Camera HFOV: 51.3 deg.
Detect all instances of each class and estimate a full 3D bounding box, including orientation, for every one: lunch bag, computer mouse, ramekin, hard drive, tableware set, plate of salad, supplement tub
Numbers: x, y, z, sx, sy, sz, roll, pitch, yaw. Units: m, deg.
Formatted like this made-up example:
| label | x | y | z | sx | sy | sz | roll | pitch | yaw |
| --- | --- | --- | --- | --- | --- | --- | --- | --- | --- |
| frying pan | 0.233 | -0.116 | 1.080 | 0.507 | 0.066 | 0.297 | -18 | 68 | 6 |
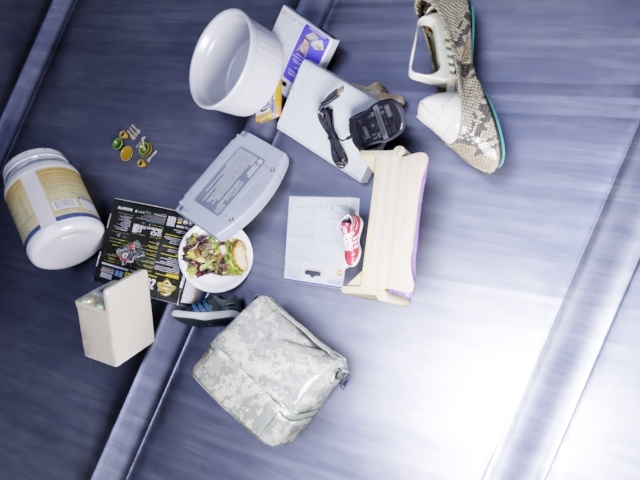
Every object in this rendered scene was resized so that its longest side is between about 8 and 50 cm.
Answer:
| label | x | y | z | sx | sy | sz | roll | pitch | yaw |
| --- | --- | --- | --- | --- | --- | --- | --- | --- | --- |
| lunch bag | -0.110 | 0.308 | 1.605 | 0.305 | 0.212 | 0.256 | 38 | 97 | 25 |
| computer mouse | 0.105 | -0.304 | 1.626 | 0.262 | 0.060 | 0.184 | -26 | 85 | 46 |
| ramekin | -0.226 | -0.475 | 1.822 | 0.277 | 0.135 | 0.277 | -14 | 69 | 43 |
| hard drive | 0.038 | -0.313 | 1.730 | 0.307 | 0.040 | 0.203 | 36 | 115 | 26 |
| tableware set | -0.576 | -0.283 | 2.041 | 0.104 | 0.024 | 0.154 | -47 | 65 | 9 |
| plate of salad | -0.282 | 0.040 | 1.789 | 0.199 | 0.048 | 0.200 | 1 | 83 | -6 |
| supplement tub | -0.802 | -0.097 | 1.992 | 0.228 | 0.228 | 0.316 | -37 | 67 | 13 |

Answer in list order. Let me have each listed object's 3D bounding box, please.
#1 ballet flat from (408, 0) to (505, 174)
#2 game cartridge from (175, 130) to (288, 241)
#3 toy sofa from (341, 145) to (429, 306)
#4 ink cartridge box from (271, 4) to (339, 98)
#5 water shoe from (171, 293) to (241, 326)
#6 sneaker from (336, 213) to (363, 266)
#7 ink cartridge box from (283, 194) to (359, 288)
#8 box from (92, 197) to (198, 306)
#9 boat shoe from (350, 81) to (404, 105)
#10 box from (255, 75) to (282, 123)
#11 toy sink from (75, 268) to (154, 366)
| label | x | y | z | sx | sy | sz | roll | pitch | yaw |
| --- | --- | --- | --- | --- | --- | --- | --- | --- | --- |
| ballet flat | 0.298 | -0.377 | 1.580 | 0.182 | 0.164 | 0.483 | -2 | 73 | -15 |
| game cartridge | -0.229 | -0.145 | 1.799 | 0.198 | 0.062 | 0.297 | 33 | 76 | 22 |
| toy sofa | 0.178 | -0.030 | 1.577 | 0.177 | 0.150 | 0.363 | 2 | 80 | 28 |
| ink cartridge box | -0.070 | -0.506 | 1.834 | 0.206 | 0.045 | 0.208 | 42 | 116 | 26 |
| water shoe | -0.304 | 0.187 | 1.807 | 0.203 | 0.073 | 0.080 | -1 | 60 | 18 |
| sneaker | 0.064 | -0.003 | 1.507 | 0.042 | 0.067 | 0.118 | 1 | 79 | 29 |
| ink cartridge box | 0.000 | 0.000 | 1.667 | 0.223 | 0.045 | 0.224 | 6 | 91 | 45 |
| box | -0.481 | 0.030 | 1.906 | 0.322 | 0.079 | 0.257 | 11 | 86 | 25 |
| boat shoe | 0.139 | -0.380 | 1.717 | 0.170 | 0.063 | 0.059 | 12 | 90 | 27 |
| box | -0.142 | -0.399 | 1.834 | 0.081 | 0.028 | 0.136 | -12 | 74 | 44 |
| toy sink | -0.561 | 0.194 | 1.812 | 0.131 | 0.153 | 0.234 | 13 | 117 | 26 |
